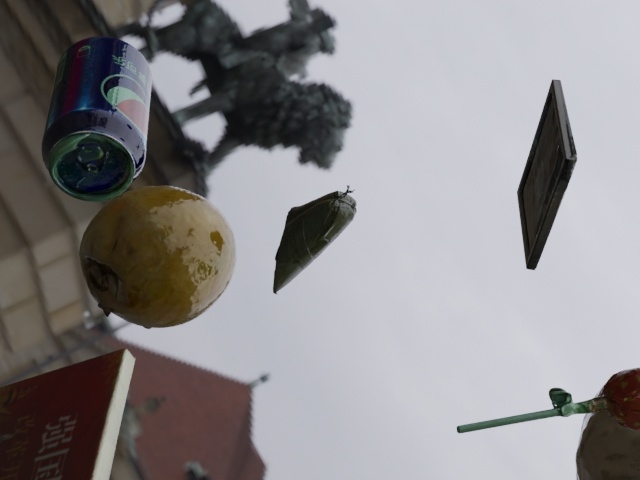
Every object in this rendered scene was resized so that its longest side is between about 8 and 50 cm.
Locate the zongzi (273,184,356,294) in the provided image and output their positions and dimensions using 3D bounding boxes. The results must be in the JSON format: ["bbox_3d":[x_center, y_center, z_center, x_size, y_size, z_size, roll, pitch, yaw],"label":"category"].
[{"bbox_3d":[0.000,0.000,1.595,0.062,0.130,0.154,35,-32,-24],"label":"zongzi"}]

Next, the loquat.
[{"bbox_3d":[-0.245,0.019,1.913,0.244,0.244,0.244,51,-24,32],"label":"loquat"}]

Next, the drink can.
[{"bbox_3d":[-0.255,-0.141,1.422,0.205,0.118,0.118,-95,177,-50],"label":"drink can"}]

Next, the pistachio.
[{"bbox_3d":[0.459,0.320,1.788,0.226,0.208,0.332,59,-15,26],"label":"pistachio"}]

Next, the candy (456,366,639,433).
[{"bbox_3d":[0.306,0.214,1.546,0.084,0.288,0.078,96,-18,-52],"label":"candy"}]

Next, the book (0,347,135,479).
[{"bbox_3d":[-0.329,0.236,0.996,0.028,0.374,0.262,56,25,-35],"label":"book"}]

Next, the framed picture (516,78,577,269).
[{"bbox_3d":[0.361,-0.101,1.988,0.260,0.023,0.189,99,-6,-47],"label":"framed picture"}]
